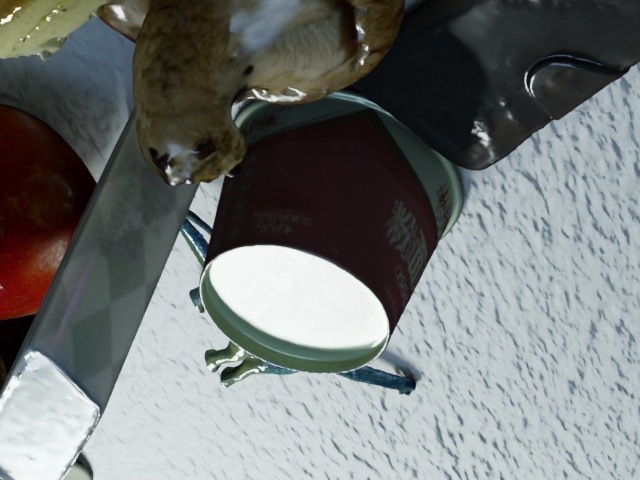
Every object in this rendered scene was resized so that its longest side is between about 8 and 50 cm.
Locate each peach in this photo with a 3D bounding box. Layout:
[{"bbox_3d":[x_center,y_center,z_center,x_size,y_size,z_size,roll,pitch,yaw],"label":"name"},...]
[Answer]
[{"bbox_3d":[-0.310,-0.020,1.768,0.243,0.199,0.243,26,161,10],"label":"peach"}]

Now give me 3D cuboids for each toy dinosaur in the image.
[{"bbox_3d":[-0.059,0.084,1.896,0.147,0.076,0.363,-24,130,31],"label":"toy dinosaur"}]

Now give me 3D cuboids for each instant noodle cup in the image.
[{"bbox_3d":[0.000,0.000,1.697,0.235,0.178,0.234,12,141,10],"label":"instant noodle cup"}]

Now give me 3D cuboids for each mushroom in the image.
[{"bbox_3d":[-0.066,-0.203,1.496,0.267,0.254,0.267,-4,123,-6],"label":"mushroom"}]

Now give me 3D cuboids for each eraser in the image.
[{"bbox_3d":[-0.179,0.013,1.613,0.082,0.397,0.213,26,139,-8],"label":"eraser"}]

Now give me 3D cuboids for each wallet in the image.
[{"bbox_3d":[0.169,-0.169,1.548,0.165,0.042,0.309,38,136,-17],"label":"wallet"}]

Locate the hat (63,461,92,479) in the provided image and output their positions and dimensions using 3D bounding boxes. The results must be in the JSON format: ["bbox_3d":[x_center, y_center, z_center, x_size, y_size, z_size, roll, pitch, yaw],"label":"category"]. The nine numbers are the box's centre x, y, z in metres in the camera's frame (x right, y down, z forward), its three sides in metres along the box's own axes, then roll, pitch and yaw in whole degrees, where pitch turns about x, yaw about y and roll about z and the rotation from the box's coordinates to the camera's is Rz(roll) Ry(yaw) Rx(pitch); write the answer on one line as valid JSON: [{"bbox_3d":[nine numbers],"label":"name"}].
[{"bbox_3d":[-0.413,0.326,2.267,0.214,0.149,0.245,31,149,-14],"label":"hat"}]

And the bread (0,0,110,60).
[{"bbox_3d":[-0.224,-0.288,1.433,0.246,0.111,0.239,-34,76,42],"label":"bread"}]

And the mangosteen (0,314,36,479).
[{"bbox_3d":[-0.417,0.156,1.919,0.307,0.307,0.347,27,172,-8],"label":"mangosteen"}]
